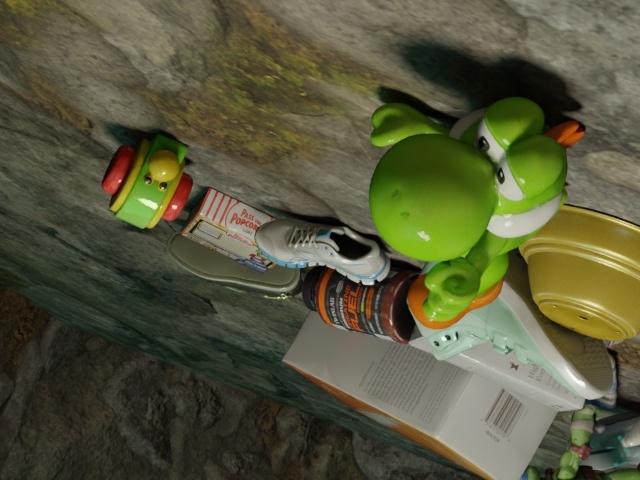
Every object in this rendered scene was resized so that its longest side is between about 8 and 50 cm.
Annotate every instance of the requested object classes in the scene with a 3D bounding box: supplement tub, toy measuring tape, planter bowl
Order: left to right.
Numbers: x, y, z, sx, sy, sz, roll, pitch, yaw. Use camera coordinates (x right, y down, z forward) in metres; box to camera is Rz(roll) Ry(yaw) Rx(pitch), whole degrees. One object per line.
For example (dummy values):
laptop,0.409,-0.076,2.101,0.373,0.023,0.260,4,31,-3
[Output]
toy measuring tape,-0.252,-0.068,1.854,0.121,0.121,0.330,27,166,-15
supplement tub,0.064,0.083,1.922,0.198,0.106,0.106,9,160,45
planter bowl,0.294,0.048,1.444,0.217,0.090,0.217,22,166,6

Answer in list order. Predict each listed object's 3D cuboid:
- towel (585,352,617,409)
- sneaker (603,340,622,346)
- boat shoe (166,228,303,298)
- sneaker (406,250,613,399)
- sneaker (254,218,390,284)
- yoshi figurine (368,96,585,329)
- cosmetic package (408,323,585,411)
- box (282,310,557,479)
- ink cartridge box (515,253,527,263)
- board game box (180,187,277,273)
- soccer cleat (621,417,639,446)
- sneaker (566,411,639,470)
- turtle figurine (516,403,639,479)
towel,0.340,0.180,1.994,0.209,0.034,0.285,19,166,19
sneaker,0.351,0.130,1.704,0.038,0.069,0.098,14,164,36
boat shoe,-0.137,0.042,2.150,0.228,0.081,0.068,17,161,16
sneaker,0.212,0.110,1.551,0.256,0.094,0.151,47,129,16
sneaker,0.000,0.000,1.820,0.191,0.071,0.083,11,158,14
yoshi figurine,0.111,-0.028,1.250,0.203,0.203,0.362,29,164,4
cosmetic package,0.246,0.127,1.773,0.231,0.117,0.085,23,166,-5
box,0.149,0.203,2.003,0.345,0.168,0.215,21,167,48
ink cartridge box,0.251,0.067,1.658,0.099,0.056,0.135,10,161,41
board game box,-0.122,-0.011,2.001,0.147,0.045,0.193,26,166,-9
soccer cleat,0.548,0.376,1.882,0.331,0.143,0.116,57,172,14
sneaker,0.503,0.296,2.076,0.258,0.091,0.094,-11,107,40
turtle figurine,0.412,0.336,2.023,0.266,0.197,0.274,12,-174,-2
